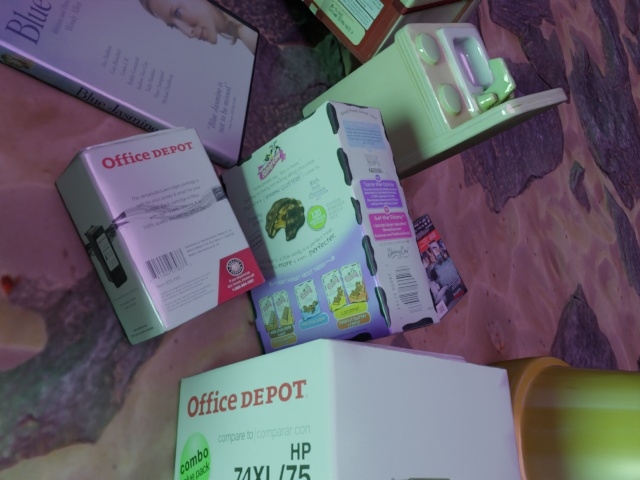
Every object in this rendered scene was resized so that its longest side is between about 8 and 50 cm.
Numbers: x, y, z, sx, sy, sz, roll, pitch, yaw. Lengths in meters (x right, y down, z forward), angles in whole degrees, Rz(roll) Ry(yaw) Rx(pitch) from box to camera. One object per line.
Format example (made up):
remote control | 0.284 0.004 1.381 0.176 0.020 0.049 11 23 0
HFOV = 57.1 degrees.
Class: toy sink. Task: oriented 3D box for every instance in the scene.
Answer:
toy sink | 0.121 -0.158 0.662 0.153 0.234 0.131 -23 90 -44

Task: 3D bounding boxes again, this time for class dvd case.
dvd case | -0.173 -0.195 0.556 0.253 0.022 0.180 23 59 -34
dvd case | 0.141 0.034 0.756 0.087 0.013 0.119 -34 96 -45

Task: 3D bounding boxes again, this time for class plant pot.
plant pot | 0.326 0.250 0.679 0.254 0.239 0.254 19 60 -37

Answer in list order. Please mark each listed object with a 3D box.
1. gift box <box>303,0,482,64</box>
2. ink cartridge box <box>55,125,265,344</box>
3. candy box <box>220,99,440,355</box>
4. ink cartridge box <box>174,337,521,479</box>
gift box | 0.094 -0.386 0.729 0.258 0.276 0.255 -33 83 -41
ink cartridge box | -0.130 -0.007 0.489 0.109 0.063 0.150 -25 90 -45
candy box | 0.000 0.000 0.533 0.070 0.165 0.196 -5 77 -44
ink cartridge box | 0.019 0.230 0.434 0.197 0.198 0.270 16 62 -37
